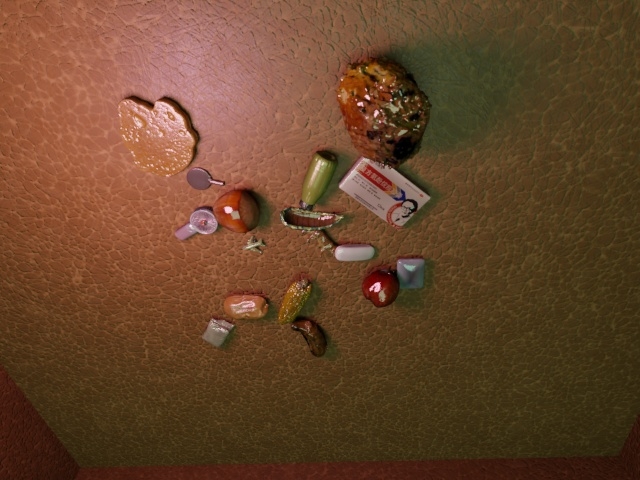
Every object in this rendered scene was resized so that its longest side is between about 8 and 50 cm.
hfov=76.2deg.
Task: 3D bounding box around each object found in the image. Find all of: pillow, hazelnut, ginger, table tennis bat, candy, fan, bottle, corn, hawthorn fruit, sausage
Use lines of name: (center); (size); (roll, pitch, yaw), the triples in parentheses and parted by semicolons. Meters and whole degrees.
pillow: (-0.584, 0.522, 2.309); (0.134, 0.078, 0.181); (26, 123, -10)
hazelnut: (-0.380, -0.125, 1.827); (0.214, 0.176, 0.214); (1, 131, 2)
ginger: (-0.044, 0.544, 2.282); (0.133, 0.107, 0.309); (-4, 126, 33)
table tennis bat: (-0.521, -0.244, 1.793); (0.169, 0.119, 0.108); (10, 123, -2)
candy: (0.448, 0.166, 2.033); (0.138, 0.071, 0.174); (-1, 122, 4)
fan: (-0.587, -0.070, 1.933); (0.244, 0.074, 0.130); (-29, 117, 20)
bottle: (-0.019, -0.252, 1.767); (0.112, 0.112, 0.260); (20, 121, -10)
corn: (-0.138, 0.317, 2.133); (0.119, 0.119, 0.322); (24, 121, -12)
hawthorn fruit: (0.309, 0.225, 2.029); (0.185, 0.185, 0.202); (29, 102, -15)
sausage: (-0.392, 0.355, 2.166); (0.241, 0.120, 0.136); (0, 134, 2)

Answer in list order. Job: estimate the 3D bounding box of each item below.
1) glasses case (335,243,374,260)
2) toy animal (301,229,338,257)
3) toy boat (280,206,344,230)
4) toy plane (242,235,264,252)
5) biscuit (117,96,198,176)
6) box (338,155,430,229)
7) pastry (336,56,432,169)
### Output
glasses case: (0.166, 0.058, 1.974); (0.197, 0.049, 0.076); (-2, 120, -15)
toy animal: (0.000, 0.000, 1.966); (0.099, 0.057, 0.241); (-34, 114, 14)
toy boat: (-0.040, -0.093, 1.878); (0.292, 0.109, 0.099); (3, 150, 0)
toy plane: (-0.329, 0.022, 1.999); (0.111, 0.040, 0.102); (-14, 119, 12)
biscuit: (-0.680, -0.439, 1.714); (0.311, 0.057, 0.351); (-13, 122, 11)
box: (0.282, -0.222, 1.802); (0.353, 0.069, 0.214); (32, 118, -18)
pastry: (0.242, -0.460, 1.489); (0.292, 0.337, 0.405); (-28, 121, -6)
